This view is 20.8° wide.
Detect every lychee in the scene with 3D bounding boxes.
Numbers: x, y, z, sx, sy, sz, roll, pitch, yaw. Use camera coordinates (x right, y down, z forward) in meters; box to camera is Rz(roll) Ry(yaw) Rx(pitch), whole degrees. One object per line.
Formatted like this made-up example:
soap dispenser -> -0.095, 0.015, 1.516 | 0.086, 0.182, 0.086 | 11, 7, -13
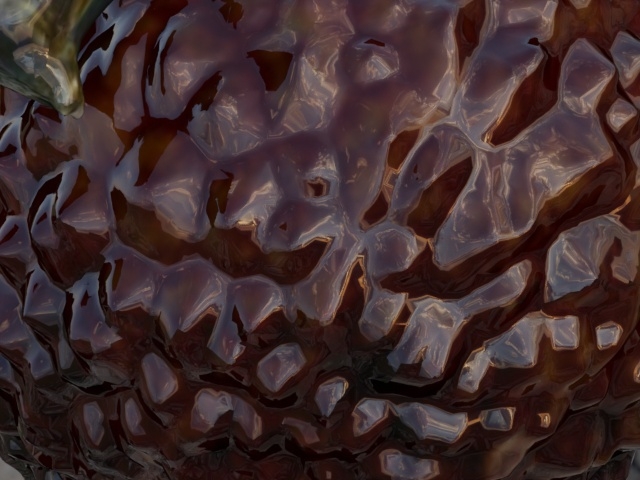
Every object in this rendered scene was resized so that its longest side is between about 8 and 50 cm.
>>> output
lychee -> 0.000, 0.000, 0.899 | 0.424, 0.424, 0.500 | -5, 50, 17

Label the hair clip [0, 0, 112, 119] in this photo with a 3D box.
hair clip -> -0.248, -0.119, 0.686 | 0.358, 0.096, 0.110 | 9, 21, -4
